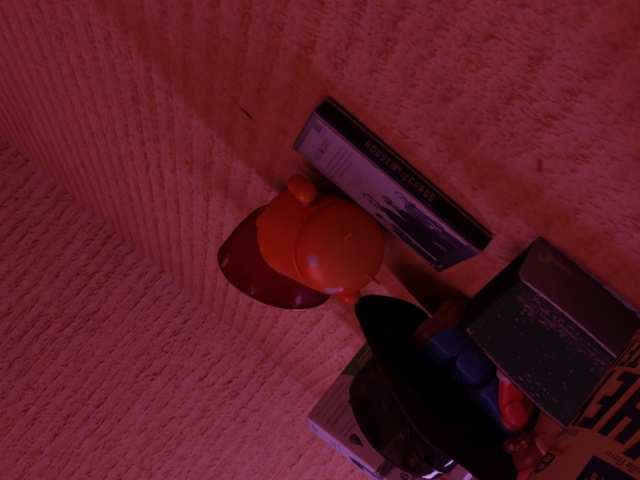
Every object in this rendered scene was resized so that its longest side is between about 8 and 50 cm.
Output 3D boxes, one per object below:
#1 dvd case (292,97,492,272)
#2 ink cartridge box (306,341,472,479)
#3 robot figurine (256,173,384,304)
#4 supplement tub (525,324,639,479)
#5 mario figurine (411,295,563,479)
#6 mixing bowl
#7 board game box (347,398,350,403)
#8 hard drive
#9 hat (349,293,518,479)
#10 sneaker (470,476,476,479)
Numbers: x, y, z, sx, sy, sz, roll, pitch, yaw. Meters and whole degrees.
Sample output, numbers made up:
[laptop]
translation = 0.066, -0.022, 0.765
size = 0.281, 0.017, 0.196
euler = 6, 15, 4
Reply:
[dvd case]
translation = 0.076, -0.058, 1.360
size = 0.238, 0.029, 0.179
euler = 41, 168, -2
[ink cartridge box]
translation = 0.153, 0.334, 2.119
size = 0.289, 0.211, 0.121
euler = 36, 166, 14
[robot figurine]
translation = -0.001, -0.001, 1.563
size = 0.128, 0.158, 0.219
euler = 6, -171, -34
[supplement tub]
translation = 0.303, 0.231, 1.006
size = 0.235, 0.325, 0.235
euler = 38, 168, 10
[mario figurine]
translation = 0.277, 0.204, 1.584
size = 0.320, 0.170, 0.198
euler = 48, -154, 9
[mixing bowl]
translation = -0.051, 0.008, 1.733
size = 0.181, 0.181, 0.098
euler = 35, 123, 20
[board game box]
translation = 0.150, 0.231, 1.844
size = 0.141, 0.170, 0.048
euler = 43, 166, -10
[hard drive]
translation = 0.273, 0.128, 1.229
size = 0.254, 0.054, 0.172
euler = 42, 143, 3
[hat]
translation = 0.128, 0.235, 1.662
size = 0.331, 0.134, 0.331
euler = 39, -158, -20
[sneaker]
translation = 0.311, 0.458, 2.439
size = 0.115, 0.105, 0.281
euler = 5, -169, -42
